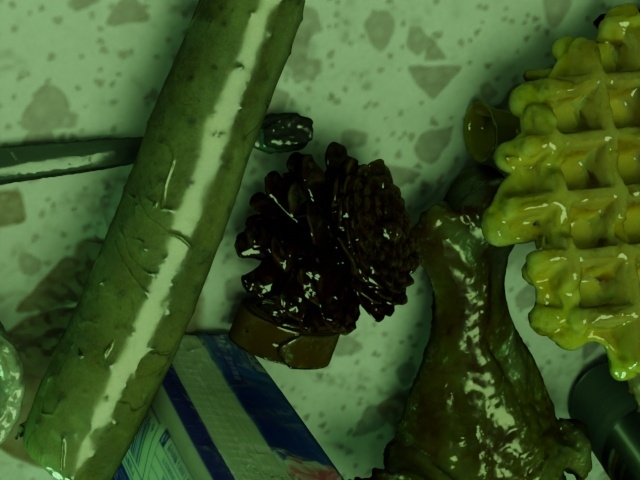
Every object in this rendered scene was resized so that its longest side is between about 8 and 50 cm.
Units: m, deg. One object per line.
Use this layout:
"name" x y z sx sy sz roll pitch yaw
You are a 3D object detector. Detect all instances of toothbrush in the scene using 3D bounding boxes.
"toothbrush" -0.145 -0.060 1.329 0.297 0.030 0.030 -8 92 -18

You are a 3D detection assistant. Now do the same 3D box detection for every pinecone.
"pinecone" 0.001 0.002 1.364 0.120 0.140 0.140 -23 129 31

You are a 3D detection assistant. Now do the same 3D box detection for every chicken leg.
"chicken leg" 0.104 0.141 1.477 0.211 0.140 0.361 -33 115 -29

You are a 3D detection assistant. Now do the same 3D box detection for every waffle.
"waffle" 0.264 -0.029 1.393 0.329 0.062 0.329 7 73 -24

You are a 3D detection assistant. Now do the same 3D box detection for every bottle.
"bottle" 0.280 0.197 1.479 0.082 0.286 0.082 -9 122 -15

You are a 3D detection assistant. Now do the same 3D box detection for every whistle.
"whistle" 0.167 -0.085 1.430 0.109 0.057 0.046 -5 83 -21

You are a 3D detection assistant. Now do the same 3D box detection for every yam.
"yam" -0.103 -0.011 1.299 0.083 0.083 0.372 20 98 -29

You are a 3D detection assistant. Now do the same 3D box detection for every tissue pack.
"tissue pack" -0.062 0.209 1.353 0.137 0.270 0.209 -2 115 -21

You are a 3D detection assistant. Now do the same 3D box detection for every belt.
"belt" -0.024 0.067 1.423 0.083 0.059 0.036 12 110 -26

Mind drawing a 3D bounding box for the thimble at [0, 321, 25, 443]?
"thimble" -0.262 0.091 1.320 0.102 0.090 0.115 30 99 -35

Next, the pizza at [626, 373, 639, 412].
"pizza" 0.327 0.053 1.484 0.323 0.223 0.089 10 154 -26
